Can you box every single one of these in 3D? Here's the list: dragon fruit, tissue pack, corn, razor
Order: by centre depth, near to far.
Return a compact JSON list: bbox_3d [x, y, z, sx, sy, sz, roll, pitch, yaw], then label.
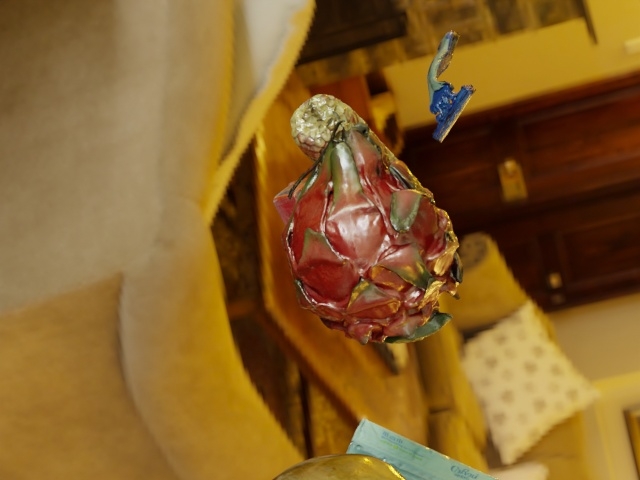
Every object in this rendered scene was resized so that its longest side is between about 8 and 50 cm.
[{"bbox_3d":[0.061,-0.015,1.612,0.234,0.234,0.293,-12,93,-76],"label":"dragon fruit"},{"bbox_3d":[0.049,-0.131,1.997,0.290,0.098,0.098,34,44,-59],"label":"corn"},{"bbox_3d":[0.191,-0.265,2.057,0.056,0.093,0.324,28,28,-10],"label":"razor"},{"bbox_3d":[0.153,0.407,2.105,0.089,0.263,0.177,-64,174,-51],"label":"tissue pack"}]

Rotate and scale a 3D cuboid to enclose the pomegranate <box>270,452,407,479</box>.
[{"bbox_3d":[0.016,0.416,1.729,0.307,0.307,0.307,-14,90,-76],"label":"pomegranate"}]

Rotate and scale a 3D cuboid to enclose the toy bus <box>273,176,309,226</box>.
[{"bbox_3d":[0.000,0.000,2.023,0.077,0.065,0.192,-38,106,-42],"label":"toy bus"}]
